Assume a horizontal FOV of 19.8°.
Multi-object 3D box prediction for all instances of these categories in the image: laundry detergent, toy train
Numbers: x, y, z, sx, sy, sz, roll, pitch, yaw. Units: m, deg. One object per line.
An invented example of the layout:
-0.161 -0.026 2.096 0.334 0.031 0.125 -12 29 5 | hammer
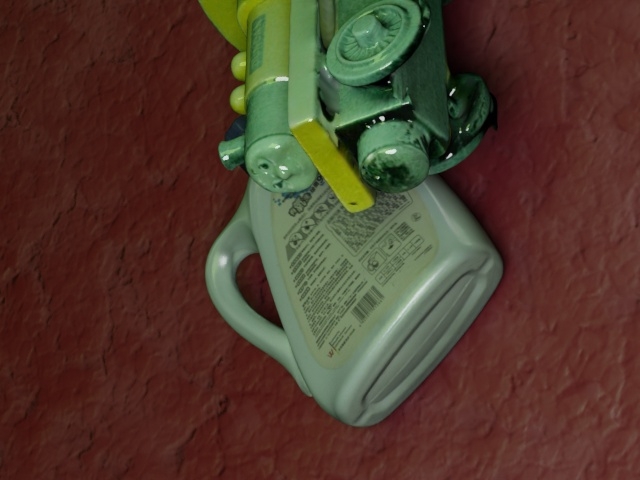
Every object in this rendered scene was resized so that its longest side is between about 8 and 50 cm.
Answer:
0.000 0.000 1.541 0.280 0.105 0.215 43 101 32 | laundry detergent
0.008 -0.169 1.493 0.237 0.150 0.369 -19 43 20 | toy train
